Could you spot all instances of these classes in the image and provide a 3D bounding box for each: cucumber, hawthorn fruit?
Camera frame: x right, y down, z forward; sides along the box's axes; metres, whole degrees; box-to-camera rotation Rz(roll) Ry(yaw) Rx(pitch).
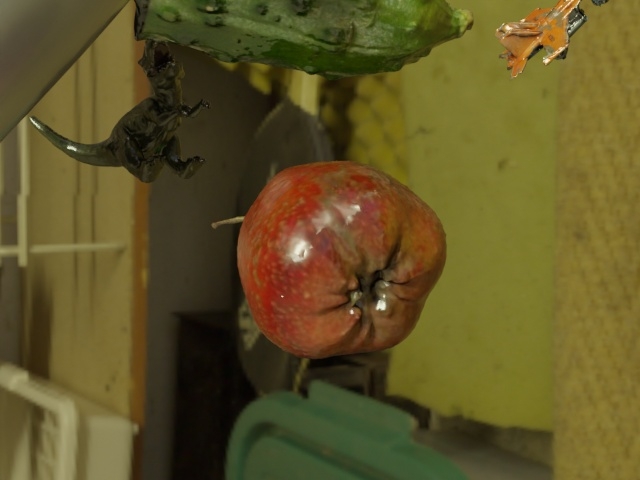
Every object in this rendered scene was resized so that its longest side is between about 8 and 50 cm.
[{"bbox_3d":[-0.006,-0.179,0.802,0.134,0.245,0.134,-168,90,-79],"label":"cucumber"},{"bbox_3d":[0.000,0.000,0.892,0.203,0.163,0.162,46,128,54],"label":"hawthorn fruit"}]

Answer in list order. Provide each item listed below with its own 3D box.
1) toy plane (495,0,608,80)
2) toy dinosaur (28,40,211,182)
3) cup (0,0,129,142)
[{"bbox_3d":[0.279,-0.254,1.266,0.188,0.062,0.135,-33,27,12],"label":"toy plane"},{"bbox_3d":[-0.196,-0.143,1.170,0.179,0.087,0.187,43,119,26],"label":"toy dinosaur"},{"bbox_3d":[-0.285,-0.234,0.901,0.371,0.253,0.253,-49,34,-12],"label":"cup"}]
